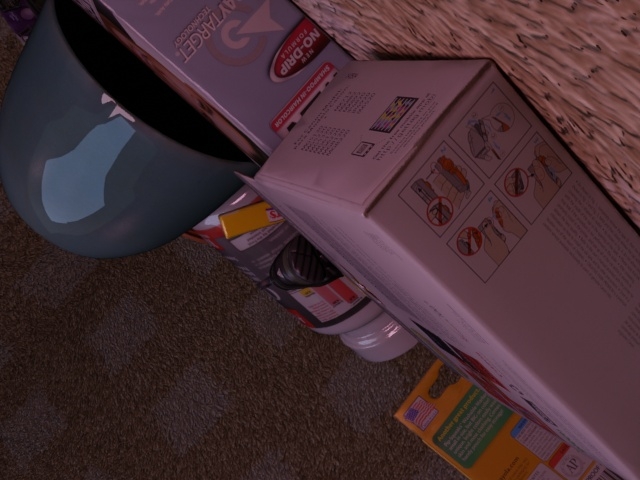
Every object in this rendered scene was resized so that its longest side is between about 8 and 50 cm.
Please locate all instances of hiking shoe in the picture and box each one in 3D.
[{"bbox_3d":[0.024,0.002,1.175,0.114,0.227,0.086,-25,86,50],"label":"hiking shoe"}]

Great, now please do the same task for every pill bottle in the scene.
[{"bbox_3d":[0.000,0.000,1.323,0.363,0.210,0.210,43,176,-27],"label":"pill bottle"}]

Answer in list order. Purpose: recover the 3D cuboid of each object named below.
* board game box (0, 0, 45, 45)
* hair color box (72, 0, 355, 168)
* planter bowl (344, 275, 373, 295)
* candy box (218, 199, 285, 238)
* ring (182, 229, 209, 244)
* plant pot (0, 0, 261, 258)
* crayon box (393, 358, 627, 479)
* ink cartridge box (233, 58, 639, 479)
[{"bbox_3d":[-0.437,-0.389,1.371,0.347,0.056,0.208,63,-175,-50],"label":"board game box"},{"bbox_3d":[-0.127,-0.211,0.877,0.374,0.113,0.185,41,177,-6],"label":"hair color box"},{"bbox_3d":[0.082,0.015,1.054,0.217,0.090,0.217,32,-163,-11],"label":"planter bowl"},{"bbox_3d":[0.004,-0.044,0.912,0.105,0.206,0.027,-148,41,-81],"label":"candy box"},{"bbox_3d":[-0.168,-0.125,1.457,0.337,0.032,0.336,18,-137,-17],"label":"ring"},{"bbox_3d":[-0.224,-0.120,1.073,0.293,0.235,0.293,32,-148,-23],"label":"plant pot"},{"bbox_3d":[0.293,0.271,1.360,0.323,0.203,0.083,38,-179,12],"label":"crayon box"},{"bbox_3d":[0.112,0.010,0.739,0.309,0.130,0.272,43,172,-24],"label":"ink cartridge box"}]
